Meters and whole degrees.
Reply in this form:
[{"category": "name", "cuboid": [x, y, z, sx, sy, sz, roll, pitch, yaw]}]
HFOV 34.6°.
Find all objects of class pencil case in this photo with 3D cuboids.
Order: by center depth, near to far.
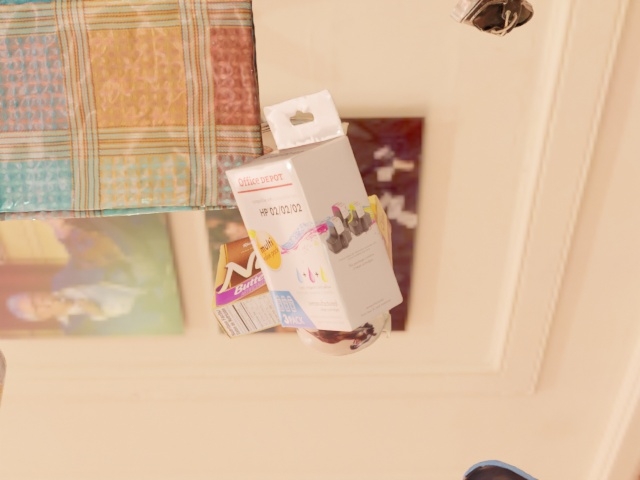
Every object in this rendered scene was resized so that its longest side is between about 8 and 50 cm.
[{"category": "pencil case", "cuboid": [0.000, 0.000, 1.704, 0.160, 0.184, 0.410, -62, -38, -48]}]

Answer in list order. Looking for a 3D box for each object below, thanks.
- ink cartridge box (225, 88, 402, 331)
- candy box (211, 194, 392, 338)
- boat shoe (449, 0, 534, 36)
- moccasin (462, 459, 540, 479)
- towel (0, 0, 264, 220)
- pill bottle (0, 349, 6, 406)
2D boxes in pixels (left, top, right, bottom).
[{"category": "ink cartridge box", "cuboid": [-0.012, -0.022, 0.833, 0.104, 0.062, 0.181, -5, 107, 56]}, {"category": "candy box", "cuboid": [-0.018, 0.028, 1.083, 0.109, 0.187, 0.053, -87, -24, -51]}, {"category": "boat shoe", "cuboid": [0.260, -0.339, 1.501, 0.078, 0.070, 0.219, -45, -10, 33]}, {"category": "moccasin", "cuboid": [0.270, 0.350, 1.050, 0.117, 0.342, 0.137, -40, -54, -30]}, {"category": "towel", "cuboid": [-0.256, -0.161, 1.241, 0.040, 0.370, 0.271, -65, -28, -75]}, {"category": "pill bottle", "cuboid": [-0.394, 0.172, 1.073, 0.117, 0.117, 0.215, -91, 17, -61]}]
